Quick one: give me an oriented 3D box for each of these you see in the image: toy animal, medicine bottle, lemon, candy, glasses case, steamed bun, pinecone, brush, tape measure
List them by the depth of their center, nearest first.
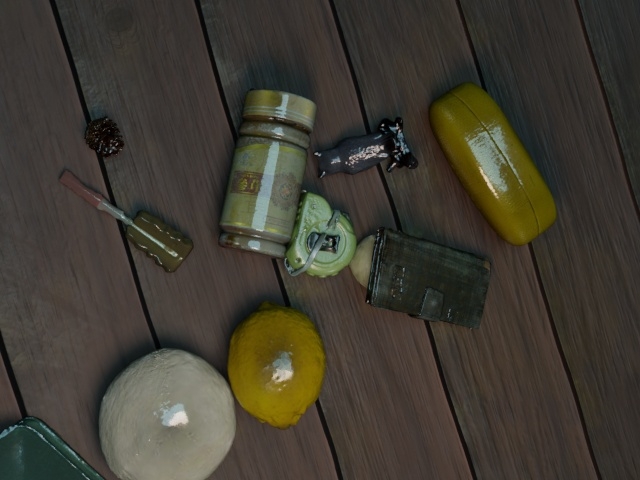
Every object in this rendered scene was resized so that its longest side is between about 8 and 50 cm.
[{"bbox_3d":[-0.298,0.356,1.653,0.295,0.185,0.296,0,90,-13],"label":"candy"},{"bbox_3d":[-0.087,0.247,1.697,0.204,0.204,0.260,-4,75,-12],"label":"lemon"},{"bbox_3d":[-0.434,-0.207,1.706,0.077,0.077,0.083,-51,122,-9],"label":"pinecone"},{"bbox_3d":[-0.398,-0.048,1.713,0.301,0.071,0.084,36,85,-3],"label":"brush"},{"bbox_3d":[-0.110,-0.132,1.729,0.151,0.151,0.323,12,85,-11],"label":"medicine bottle"},{"bbox_3d":[0.000,0.000,1.782,0.154,0.087,0.178,18,86,-15],"label":"tape measure"},{"bbox_3d":[0.095,-0.178,1.795,0.210,0.117,0.121,-21,99,-14],"label":"toy animal"},{"bbox_3d":[0.129,0.054,1.804,0.130,0.091,0.112,38,82,-8],"label":"steamed bun"},{"bbox_3d":[0.363,-0.156,1.821,0.141,0.173,0.371,-34,95,-8],"label":"glasses case"}]

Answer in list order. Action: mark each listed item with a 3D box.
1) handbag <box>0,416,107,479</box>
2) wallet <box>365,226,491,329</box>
[{"bbox_3d":[-0.541,0.526,1.647,0.326,0.089,0.238,44,81,-7],"label":"handbag"},{"bbox_3d":[0.235,0.086,1.793,0.317,0.044,0.169,16,81,-35],"label":"wallet"}]
